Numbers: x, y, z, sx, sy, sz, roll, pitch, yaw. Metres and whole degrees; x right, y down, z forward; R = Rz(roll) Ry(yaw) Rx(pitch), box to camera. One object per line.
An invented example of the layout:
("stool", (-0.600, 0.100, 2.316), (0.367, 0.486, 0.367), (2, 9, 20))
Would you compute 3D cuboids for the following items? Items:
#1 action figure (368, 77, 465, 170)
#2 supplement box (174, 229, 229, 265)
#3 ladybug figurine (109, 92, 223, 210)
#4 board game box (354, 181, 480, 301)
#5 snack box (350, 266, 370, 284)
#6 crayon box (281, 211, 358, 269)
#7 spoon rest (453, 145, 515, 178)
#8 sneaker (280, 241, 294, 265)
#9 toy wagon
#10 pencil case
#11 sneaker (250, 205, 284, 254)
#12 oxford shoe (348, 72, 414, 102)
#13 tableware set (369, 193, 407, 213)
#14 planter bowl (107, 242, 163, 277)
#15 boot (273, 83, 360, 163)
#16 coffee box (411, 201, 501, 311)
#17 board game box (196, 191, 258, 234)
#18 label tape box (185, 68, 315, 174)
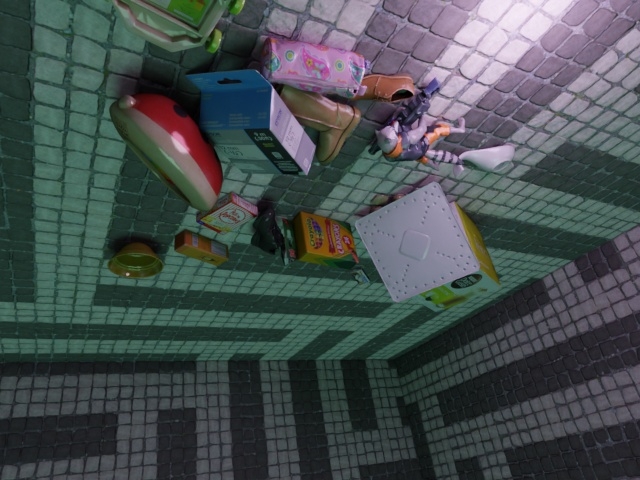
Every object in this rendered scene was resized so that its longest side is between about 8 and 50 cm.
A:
("action figure", (0.328, -0.337, 1.459), (0.329, 0.179, 0.341), (-4, 153, -29))
("supplement box", (-0.503, 0.035, 1.934), (0.078, 0.080, 0.233), (-27, 144, 29))
("ladybug figurine", (-0.414, -0.257, 1.299), (0.162, 0.305, 0.449), (-49, 156, -13))
("board game box", (0.392, 0.012, 1.870), (0.389, 0.390, 0.050), (-27, -178, 26))
("snack box", (0.217, 0.195, 2.481), (0.064, 0.022, 0.178), (-19, 149, 13))
("crayon box", (0.000, 0.000, 1.900), (0.318, 0.202, 0.081), (11, 144, -33))
("spoon rest", (0.614, -0.302, 1.715), (0.276, 0.084, 0.137), (-13, 154, -22))
("sneaker", (-0.141, 0.050, 2.095), (0.077, 0.072, 0.178), (-17, 160, -11))
("toy wagon", (-0.297, -0.565, 0.977), (0.267, 0.068, 0.344), (15, 141, -37))
("pencil case", (-0.018, -0.452, 1.202), (0.283, 0.124, 0.124), (3, 148, -21))
("sneaker", (-0.200, -0.036, 1.830), (0.130, 0.109, 0.286), (35, 154, 8))
("oxford shoe", (0.173, -0.438, 1.331), (0.212, 0.076, 0.076), (-8, 152, 0))
("tableware set", (0.284, -0.150, 1.913), (0.168, 0.020, 0.141), (-2, 147, -12))
("planter bowl", (-0.768, 0.070, 1.898), (0.216, 0.091, 0.217), (-7, 149, -4))
("boot", (-0.045, -0.362, 1.392), (0.269, 0.089, 0.236), (10, 134, -31))
("coffee box", (0.573, 0.086, 2.085), (0.334, 0.339, 0.337), (-26, 147, 26))
("board game box", (-0.364, -0.102, 1.771), (0.193, 0.045, 0.146), (-26, 146, 26))
("label tape box", (-0.201, -0.319, 1.287), (0.248, 0.115, 0.347), (7, 161, 28))
